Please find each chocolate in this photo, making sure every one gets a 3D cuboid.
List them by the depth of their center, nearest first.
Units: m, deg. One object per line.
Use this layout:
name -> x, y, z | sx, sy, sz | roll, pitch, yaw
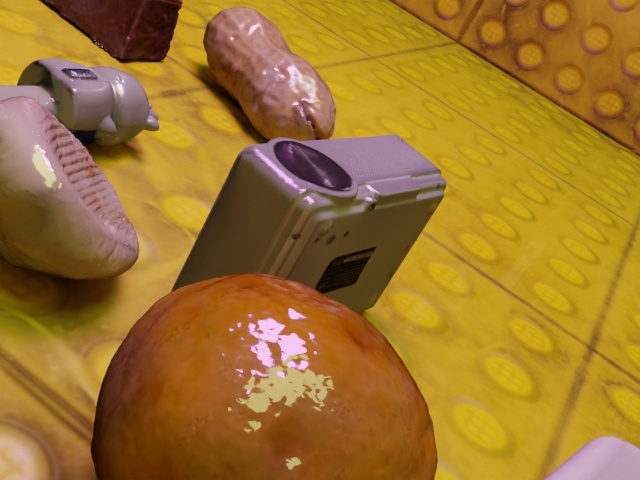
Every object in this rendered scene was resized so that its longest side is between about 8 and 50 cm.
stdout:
chocolate -> -0.353, -0.396, 1.231 | 0.321, 0.112, 0.112 | 38, 25, 17

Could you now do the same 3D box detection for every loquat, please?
loquat -> -0.035, 0.122, 0.545 | 0.238, 0.193, 0.238 | 27, 30, -17

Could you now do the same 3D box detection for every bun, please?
bun -> -0.239, -0.030, 0.711 | 0.183, 0.102, 0.183 | 55, 2, -3

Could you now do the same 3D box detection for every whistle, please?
whistle -> -0.269, -0.143, 0.892 | 0.110, 0.092, 0.244 | 41, 27, 18

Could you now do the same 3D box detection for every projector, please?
projector -> 0.000, 0.000, 0.792 | 0.099, 0.192, 0.257 | 41, 28, 23

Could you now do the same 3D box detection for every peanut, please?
peanut -> -0.078, -0.236, 1.215 | 0.130, 0.130, 0.290 | 3, 39, -42

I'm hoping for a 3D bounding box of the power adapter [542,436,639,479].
power adapter -> 0.207, 0.268, 0.601 | 0.187, 0.124, 0.255 | 42, 29, 26
